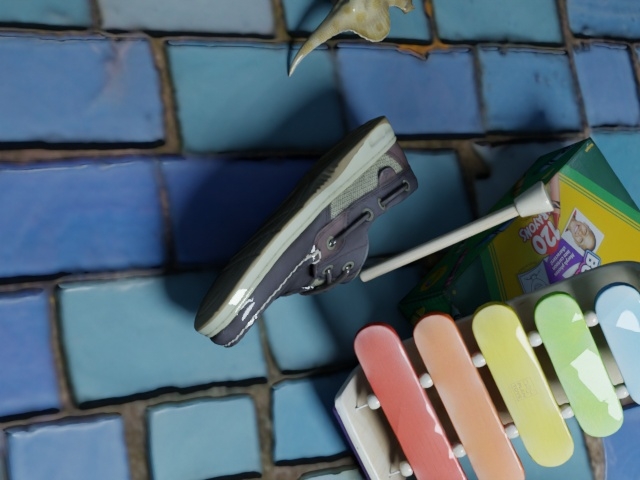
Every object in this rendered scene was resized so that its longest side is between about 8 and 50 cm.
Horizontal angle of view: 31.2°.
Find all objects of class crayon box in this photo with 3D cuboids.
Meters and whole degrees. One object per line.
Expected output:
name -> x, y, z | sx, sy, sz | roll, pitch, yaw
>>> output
crayon box -> 0.223, 0.042, 1.159 | 0.278, 0.081, 0.165 | -43, 102, -33

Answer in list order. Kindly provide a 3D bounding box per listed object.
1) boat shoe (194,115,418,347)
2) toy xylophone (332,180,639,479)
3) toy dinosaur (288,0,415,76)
boat shoe -> 0.000, 0.000, 1.014 | 0.092, 0.103, 0.285 | 47, 52, -9
toy xylophone -> 0.157, 0.097, 1.005 | 0.236, 0.322, 0.081 | 57, 15, -11
toy dinosaur -> 0.031, -0.233, 1.118 | 0.183, 0.053, 0.093 | -32, 98, -34
